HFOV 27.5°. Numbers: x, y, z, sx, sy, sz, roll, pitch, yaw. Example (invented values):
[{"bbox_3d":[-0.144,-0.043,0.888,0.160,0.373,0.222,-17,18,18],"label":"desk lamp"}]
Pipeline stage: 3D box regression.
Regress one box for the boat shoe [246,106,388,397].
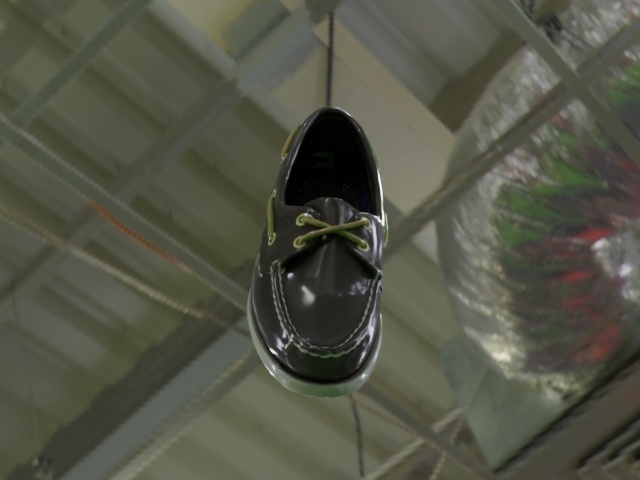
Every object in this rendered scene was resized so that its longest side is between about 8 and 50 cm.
[{"bbox_3d":[0.000,0.000,0.794,0.081,0.228,0.068,6,-55,-5],"label":"boat shoe"}]
